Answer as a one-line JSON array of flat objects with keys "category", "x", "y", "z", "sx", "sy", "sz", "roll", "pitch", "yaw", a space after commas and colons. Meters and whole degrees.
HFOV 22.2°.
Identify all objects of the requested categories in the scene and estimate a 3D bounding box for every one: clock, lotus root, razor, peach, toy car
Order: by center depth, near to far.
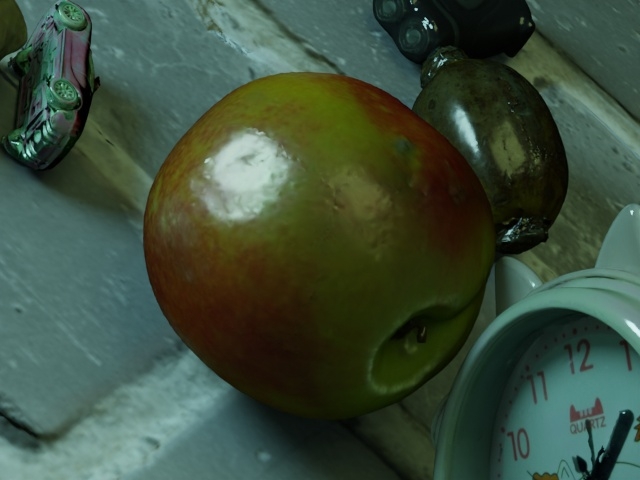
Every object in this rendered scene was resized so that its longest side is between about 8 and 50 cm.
[{"category": "clock", "x": 0.178, "y": 0.149, "z": 0.960, "sx": 0.109, "sy": 0.265, "sz": 0.324, "roll": 3, "pitch": 74, "yaw": -32}, {"category": "peach", "x": 0.000, "y": 0.000, "z": 1.075, "sx": 0.231, "sy": 0.231, "sz": 0.231, "roll": 18, "pitch": 44, "yaw": -19}, {"category": "toy car", "x": -0.188, "y": -0.111, "z": 1.164, "sx": 0.055, "sy": 0.069, "sz": 0.142, "roll": 25, "pitch": 41, "yaw": -28}, {"category": "lotus root", "x": 0.135, "y": -0.080, "z": 1.317, "sx": 0.120, "sy": 0.120, "sz": 0.209, "roll": 2, "pitch": 52, "yaw": -32}, {"category": "razor", "x": 0.120, "y": -0.199, "z": 1.460, "sx": 0.148, "sy": 0.054, "sz": 0.090, "roll": -12, "pitch": 60, "yaw": -41}]

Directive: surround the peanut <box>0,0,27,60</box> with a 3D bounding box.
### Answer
[{"category": "peanut", "x": -0.305, "y": -0.150, "z": 1.103, "sx": 0.229, "sy": 0.098, "sz": 0.103, "roll": 9, "pitch": 79, "yaw": -31}]
